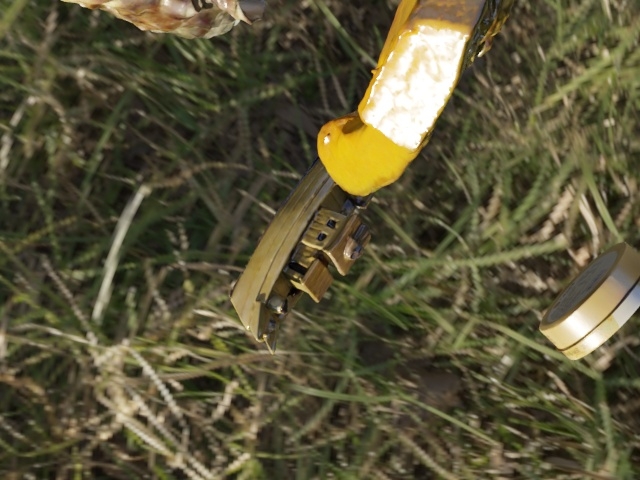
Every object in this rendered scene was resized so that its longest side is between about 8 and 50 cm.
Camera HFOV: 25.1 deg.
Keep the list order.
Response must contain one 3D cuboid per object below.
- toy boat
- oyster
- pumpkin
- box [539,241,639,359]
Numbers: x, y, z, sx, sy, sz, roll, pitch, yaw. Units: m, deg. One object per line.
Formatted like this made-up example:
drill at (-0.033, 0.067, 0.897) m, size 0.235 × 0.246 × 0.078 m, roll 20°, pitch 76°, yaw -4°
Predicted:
toy boat at (0.000, 0.000, 1.191) m, size 0.072 × 0.064 × 0.206 m, roll 22°, pitch 72°, yaw 31°
oyster at (-0.157, -0.214, 1.054) m, size 0.275 × 0.271 × 0.100 m, roll 12°, pitch 83°, yaw 56°
pumpkin at (0.075, -0.168, 0.859) m, size 0.095 × 0.290 × 0.258 m, roll 19°, pitch 81°, yaw 3°
box at (0.227, 0.049, 1.180) m, size 0.037 × 0.105 × 0.105 m, roll 44°, pitch 93°, yaw -3°
